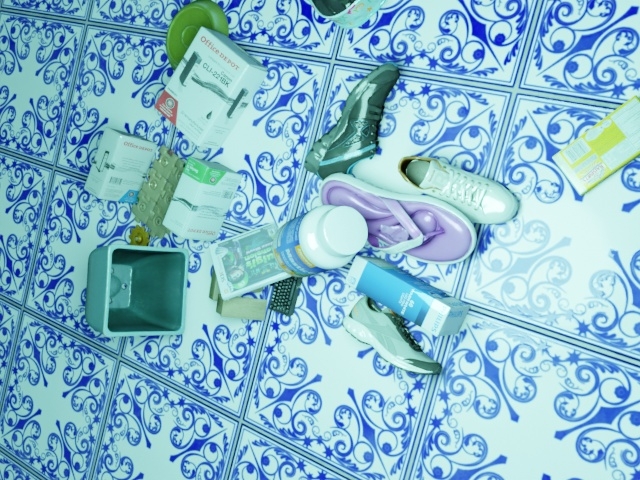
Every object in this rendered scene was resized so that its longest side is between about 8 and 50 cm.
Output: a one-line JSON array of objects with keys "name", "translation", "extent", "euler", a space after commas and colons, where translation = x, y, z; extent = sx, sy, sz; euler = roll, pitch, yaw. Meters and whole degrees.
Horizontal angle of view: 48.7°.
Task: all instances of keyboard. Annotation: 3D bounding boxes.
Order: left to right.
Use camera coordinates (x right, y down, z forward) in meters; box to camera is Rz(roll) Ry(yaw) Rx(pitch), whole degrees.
[{"name": "keyboard", "translation": [-0.099, 0.102, 1.884], "extent": [0.108, 0.023, 0.180], "euler": [18, 95, 31]}]

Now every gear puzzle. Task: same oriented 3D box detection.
[{"name": "gear puzzle", "translation": [-0.481, -0.102, 2.123], "extent": [0.175, 0.044, 0.339], "euler": [39, 109, 26]}]

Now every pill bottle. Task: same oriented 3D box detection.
[{"name": "pill bottle", "translation": [0.000, 0.000, 1.687], "extent": [0.272, 0.152, 0.153], "euler": [159, 107, -64]}]

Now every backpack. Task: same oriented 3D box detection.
[{"name": "backpack", "translation": [0.064, -0.653, 1.737], "extent": [0.225, 0.191, 0.254], "euler": [-41, 60, 25]}]

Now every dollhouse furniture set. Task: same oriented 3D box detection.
[{"name": "dollhouse furniture set", "translation": [-0.226, 0.133, 1.957], "extent": [0.151, 0.123, 0.144], "euler": [-168, 87, -66]}]

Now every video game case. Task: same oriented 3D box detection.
[{"name": "video game case", "translation": [-0.187, 0.052, 1.865], "extent": [0.190, 0.022, 0.173], "euler": [-20, 57, -1]}]

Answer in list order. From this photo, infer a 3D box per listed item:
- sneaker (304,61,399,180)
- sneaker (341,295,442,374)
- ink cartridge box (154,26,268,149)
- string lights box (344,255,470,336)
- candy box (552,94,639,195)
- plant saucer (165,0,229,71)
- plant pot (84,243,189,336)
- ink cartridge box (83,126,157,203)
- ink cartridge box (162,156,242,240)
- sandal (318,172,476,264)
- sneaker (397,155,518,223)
[{"name": "sneaker", "translation": [0.106, -0.280, 1.748], "extent": [0.139, 0.125, 0.341], "euler": [39, 112, 8]}, {"name": "sneaker", "translation": [0.174, 0.226, 1.668], "extent": [0.271, 0.100, 0.108], "euler": [34, 98, 29]}, {"name": "ink cartridge box", "translation": [-0.306, -0.424, 1.980], "extent": [0.197, 0.114, 0.273], "euler": [41, 107, 18]}, {"name": "string lights box", "translation": [0.200, 0.124, 1.635], "extent": [0.259, 0.133, 0.077], "euler": [29, 101, 30]}, {"name": "candy box", "translation": [0.601, -0.196, 1.475], "extent": [0.206, 0.027, 0.105], "euler": [-39, 71, 24]}, {"name": "plant saucer", "translation": [-0.376, -0.599, 2.091], "extent": [0.240, 0.037, 0.241], "euler": [-3, 85, 31]}, {"name": "plant pot", "translation": [-0.557, 0.139, 2.040], "extent": [0.252, 0.247, 0.248], "euler": [0, 87, 48]}, {"name": "ink cartridge box", "translation": [-0.603, -0.225, 2.139], "extent": [0.085, 0.148, 0.203], "euler": [28, 100, 31]}, {"name": "ink cartridge box", "translation": [-0.328, -0.112, 1.962], "extent": [0.086, 0.153, 0.209], "euler": [30, 101, 30]}, {"name": "sandal", "translation": [0.159, -0.034, 1.655], "extent": [0.416, 0.102, 0.170], "euler": [20, 129, 29]}, {"name": "sneaker", "translation": [0.298, -0.115, 1.600], "extent": [0.290, 0.123, 0.106], "euler": [25, 98, 29]}]
